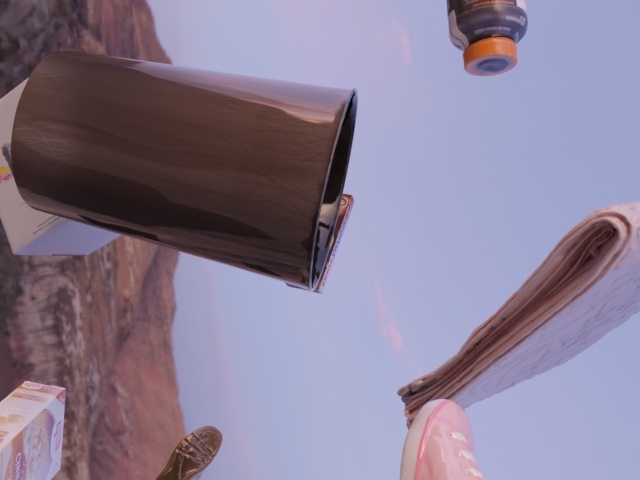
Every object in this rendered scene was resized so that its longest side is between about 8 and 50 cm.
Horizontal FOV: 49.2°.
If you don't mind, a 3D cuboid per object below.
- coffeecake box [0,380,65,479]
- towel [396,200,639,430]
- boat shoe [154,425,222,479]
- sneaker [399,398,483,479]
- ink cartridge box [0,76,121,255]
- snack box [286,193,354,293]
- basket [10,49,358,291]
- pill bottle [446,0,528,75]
[{"bbox_3d":[-0.431,0.303,0.973,0.185,0.068,0.142,-67,167,-75],"label":"coffeecake box"},{"bbox_3d":[0.267,0.059,0.705,0.053,0.332,0.317,58,-46,23],"label":"towel"},{"bbox_3d":[-0.181,0.300,0.909,0.050,0.135,0.045,39,-33,9],"label":"boat shoe"},{"bbox_3d":[0.070,0.127,0.319,0.051,0.070,0.134,62,33,-23],"label":"sneaker"},{"bbox_3d":[-0.307,-0.086,0.837,0.176,0.127,0.128,66,19,11],"label":"ink cartridge box"},{"bbox_3d":[0.000,0.000,1.171,0.022,0.064,0.178,56,50,-59],"label":"snack box"},{"bbox_3d":[-0.098,-0.061,0.535,0.204,0.227,0.154,-59,160,-80],"label":"basket"},{"bbox_3d":[0.276,-0.404,1.170,0.130,0.131,0.245,146,-55,-69],"label":"pill bottle"}]
